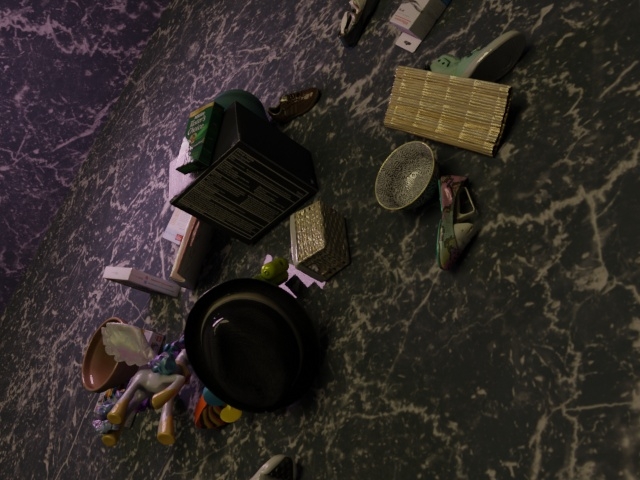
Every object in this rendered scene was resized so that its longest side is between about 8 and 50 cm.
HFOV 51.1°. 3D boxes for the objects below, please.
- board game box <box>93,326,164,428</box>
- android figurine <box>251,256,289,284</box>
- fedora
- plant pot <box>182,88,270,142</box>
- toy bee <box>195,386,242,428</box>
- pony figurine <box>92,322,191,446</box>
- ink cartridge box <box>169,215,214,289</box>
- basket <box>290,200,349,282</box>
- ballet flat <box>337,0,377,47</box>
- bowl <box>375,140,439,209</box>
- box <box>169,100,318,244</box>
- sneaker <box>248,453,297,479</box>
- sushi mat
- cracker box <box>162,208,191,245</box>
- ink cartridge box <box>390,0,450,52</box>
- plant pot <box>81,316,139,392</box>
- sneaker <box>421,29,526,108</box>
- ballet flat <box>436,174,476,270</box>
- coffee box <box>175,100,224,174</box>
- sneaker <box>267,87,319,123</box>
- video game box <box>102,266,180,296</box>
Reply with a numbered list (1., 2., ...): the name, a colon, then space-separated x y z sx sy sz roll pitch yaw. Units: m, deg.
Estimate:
1. board game box: -0.623 0.436 2.176 0.193 0.053 0.305 1 68 49
2. android figurine: -0.182 0.140 1.691 0.248 0.273 0.056 -44 81 24
3. fedora: -0.155 0.254 1.497 0.334 0.334 0.152 -57 7 7
4. plant pot: -0.275 -0.337 2.097 0.272 0.272 0.255 -39 28 27
5. toy bee: -0.216 0.364 1.679 0.298 0.162 0.195 117 157 -49
6. pony figurine: -0.466 0.389 1.837 0.351 0.303 0.363 -10 29 23
7. ink cartridge box: -0.395 -0.004 2.061 0.060 0.239 0.275 15 75 7
8. basket: 0.000 0.000 1.666 0.103 0.113 0.167 -30 47 30
9. ballet flat: 0.108 -0.676 1.998 0.074 0.074 0.203 23 86 53
10. bowl: 0.213 -0.132 1.520 0.170 0.080 0.170 -29 47 37
11. box: -0.217 -0.181 1.879 0.294 0.296 0.182 -35 44 28
12. sneaker: -0.160 0.587 1.497 0.292 0.110 0.118 -56 28 7
13. sushi mat: 0.277 -0.296 1.503 0.316 0.019 0.151 25 110 42
14. cracker box: -0.435 -0.090 2.274 0.156 0.067 0.232 19 81 54
15. ink cartridge box: 0.258 -0.602 1.780 0.180 0.060 0.104 -54 38 10
16. plant pot: -0.639 0.368 2.102 0.237 0.110 0.237 -25 51 36
17. sneaker: 0.337 -0.412 1.531 0.256 0.094 0.151 -41 48 29
18. ballet flat: 0.285 -0.044 1.396 0.079 0.077 0.221 -8 60 25
19. coffee box: -0.321 -0.271 1.777 0.113 0.040 0.184 -12 59 44
20. sneaker: -0.087 -0.422 2.067 0.188 0.071 0.066 -29 48 37
21. video game box: -0.594 0.136 2.220 0.205 0.187 0.048 -1 67 50
